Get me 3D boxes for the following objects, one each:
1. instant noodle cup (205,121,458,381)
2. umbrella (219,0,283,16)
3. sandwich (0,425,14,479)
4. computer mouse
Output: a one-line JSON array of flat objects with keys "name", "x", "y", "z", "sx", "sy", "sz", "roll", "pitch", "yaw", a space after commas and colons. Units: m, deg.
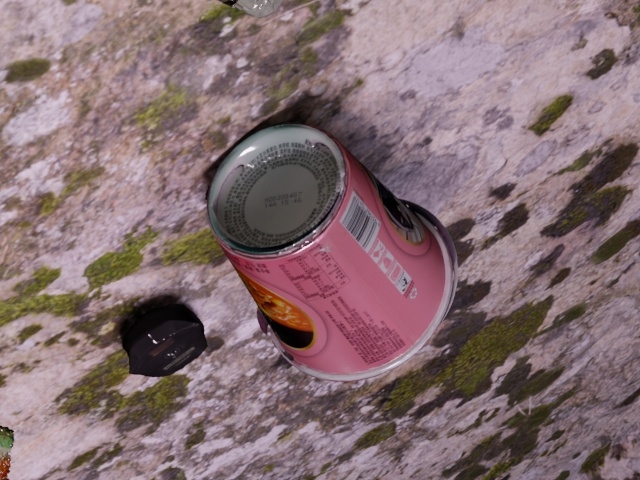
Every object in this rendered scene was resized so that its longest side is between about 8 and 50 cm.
[{"name": "instant noodle cup", "x": 0.000, "y": 0.000, "z": 1.897, "sx": 0.244, "sy": 0.244, "sz": 0.255, "roll": -37, "pitch": 144, "yaw": 2}, {"name": "umbrella", "x": -0.075, "y": -0.241, "z": 1.588, "sx": 0.067, "sy": 0.062, "sz": 0.143, "roll": -9, "pitch": 164, "yaw": 16}, {"name": "sandwich", "x": -0.431, "y": 0.309, "z": 1.945, "sx": 0.235, "sy": 0.159, "sz": 0.079, "roll": -27, "pitch": 163, "yaw": 28}, {"name": "computer mouse", "x": -0.183, "y": 0.114, "z": 2.017, "sx": 0.099, "sy": 0.057, "sz": 0.172, "roll": -38, "pitch": 164, "yaw": -1}]
